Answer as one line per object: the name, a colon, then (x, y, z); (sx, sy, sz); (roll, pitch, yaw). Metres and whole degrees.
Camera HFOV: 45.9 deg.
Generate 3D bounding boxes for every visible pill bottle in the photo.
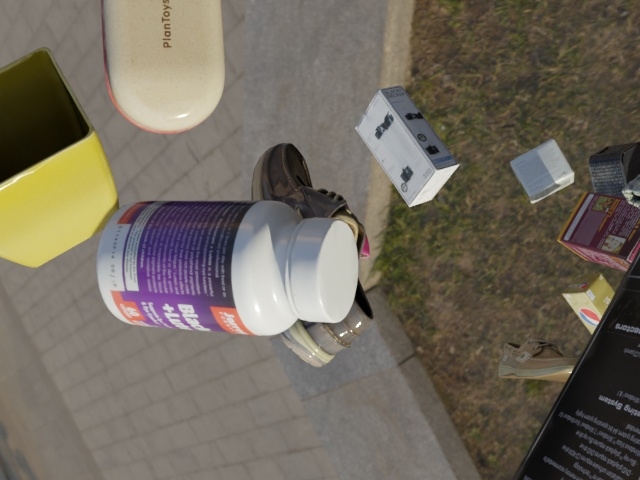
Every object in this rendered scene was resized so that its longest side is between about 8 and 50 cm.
pill bottle: (-0.073, 0.021, 0.612); (0.193, 0.108, 0.108); (1, 110, 25)

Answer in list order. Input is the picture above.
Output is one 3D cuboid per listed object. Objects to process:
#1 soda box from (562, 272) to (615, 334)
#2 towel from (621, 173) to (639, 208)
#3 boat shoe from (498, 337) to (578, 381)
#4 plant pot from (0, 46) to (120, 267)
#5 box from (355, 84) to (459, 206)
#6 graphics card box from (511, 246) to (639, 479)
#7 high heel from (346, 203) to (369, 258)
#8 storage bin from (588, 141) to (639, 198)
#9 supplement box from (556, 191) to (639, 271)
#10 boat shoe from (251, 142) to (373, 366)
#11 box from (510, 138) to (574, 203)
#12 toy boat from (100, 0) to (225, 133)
soda box: (0.535, 0.148, 1.412); (0.181, 0.058, 0.061); (52, 158, -10)
towel: (0.626, -0.053, 0.995); (0.324, 0.312, 0.056); (45, 163, 29)
boat shoe: (0.555, 0.303, 1.949); (0.341, 0.122, 0.110); (151, 126, -72)
plant pot: (-0.389, -0.091, 1.018); (0.212, 0.212, 0.187); (53, 170, 36)
box: (0.230, -0.258, 2.052); (0.290, 0.087, 0.169); (57, 144, 20)
graphics card box: (0.230, 0.112, 0.354); (0.233, 0.371, 0.094); (32, 174, -11)
high heel: (-0.034, 0.019, 1.386); (0.082, 0.244, 0.117); (103, 145, -64)
storage bin: (0.717, -0.132, 1.796); (0.084, 0.122, 0.180); (-4, 107, 48)
supplement box: (0.499, -0.011, 1.259); (0.104, 0.081, 0.188); (-60, 20, 0)
boat shoe: (0.000, 0.000, 1.046); (0.130, 0.132, 0.355); (-26, 55, 18)
box: (0.458, -0.142, 1.563); (0.102, 0.101, 0.087); (-28, 77, 14)
toy boat: (-0.208, -0.255, 0.996); (0.151, 0.151, 0.231); (-176, 84, -76)
